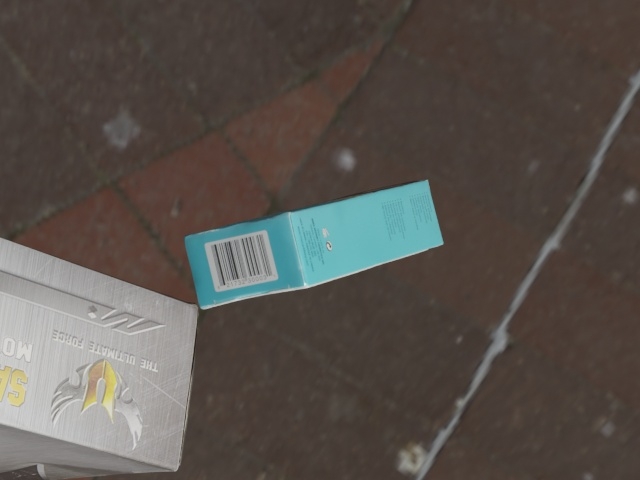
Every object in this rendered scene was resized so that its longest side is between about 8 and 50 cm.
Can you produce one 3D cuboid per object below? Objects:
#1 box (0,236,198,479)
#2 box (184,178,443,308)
[{"bbox_3d":[-0.181,0.026,0.560,0.231,0.183,0.056,22,67,-41],"label":"box"},{"bbox_3d":[0.000,0.000,1.497,0.244,0.100,0.060,-16,93,-61],"label":"box"}]
